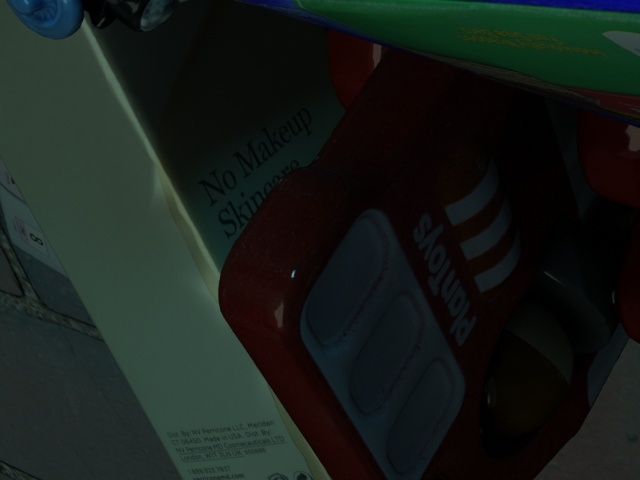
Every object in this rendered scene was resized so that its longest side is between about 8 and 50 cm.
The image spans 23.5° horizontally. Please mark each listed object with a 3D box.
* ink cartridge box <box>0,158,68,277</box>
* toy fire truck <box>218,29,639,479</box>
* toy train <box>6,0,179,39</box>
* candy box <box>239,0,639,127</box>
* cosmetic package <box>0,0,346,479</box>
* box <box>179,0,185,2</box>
[{"bbox_3d":[-0.142,-0.020,1.131,0.232,0.066,0.189,32,148,24],"label":"ink cartridge box"},{"bbox_3d":[0.073,0.015,0.718,0.169,0.254,0.302,21,154,31],"label":"toy fire truck"},{"bbox_3d":[-0.122,-0.158,0.591,0.184,0.080,0.105,39,142,9],"label":"toy train"},{"bbox_3d":[0.173,-0.074,0.434,0.317,0.122,0.268,12,-176,-32],"label":"candy box"},{"bbox_3d":[-0.053,-0.026,0.817,0.113,0.160,0.309,-12,113,40],"label":"cosmetic package"},{"bbox_3d":[-0.047,-0.203,0.689,0.091,0.170,0.130,-3,127,51],"label":"box"}]
